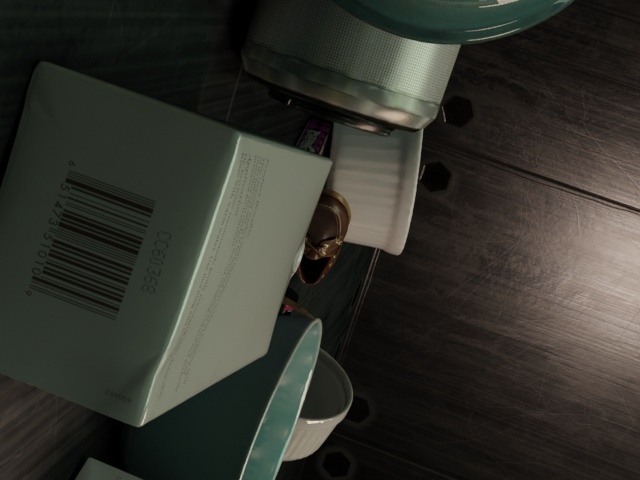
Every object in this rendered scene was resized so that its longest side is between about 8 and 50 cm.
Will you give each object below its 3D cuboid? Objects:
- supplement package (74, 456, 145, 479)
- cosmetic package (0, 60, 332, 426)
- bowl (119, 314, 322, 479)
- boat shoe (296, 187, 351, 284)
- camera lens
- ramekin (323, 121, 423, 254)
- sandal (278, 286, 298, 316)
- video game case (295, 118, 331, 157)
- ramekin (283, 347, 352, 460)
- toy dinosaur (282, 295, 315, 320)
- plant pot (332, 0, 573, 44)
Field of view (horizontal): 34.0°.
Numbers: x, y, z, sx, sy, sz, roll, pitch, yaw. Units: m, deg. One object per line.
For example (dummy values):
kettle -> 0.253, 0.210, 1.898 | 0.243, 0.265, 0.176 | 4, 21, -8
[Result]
supplement package -> -0.216, 0.366, 1.125 | 0.244, 0.139, 0.134 | 101, 13, -51
cosmetic package -> -0.118, -0.002, 0.862 | 0.385, 0.156, 0.217 | -1, 111, -82
bowl -> -0.127, 0.210, 1.248 | 0.311, 0.163, 0.311 | 20, 90, -82
boat shoe -> 0.000, 0.000, 1.570 | 0.207, 0.073, 0.073 | 94, 15, -60
camera lens -> 0.051, -0.261, 1.098 | 0.219, 0.219, 0.274 | -31, 140, -76
ramekin -> 0.077, -0.122, 1.677 | 0.277, 0.135, 0.277 | -173, -90, -88
sandal -> -0.065, 0.098, 1.703 | 0.040, 0.067, 0.179 | -52, -174, 20
video game case -> -0.045, -0.035, 1.604 | 0.232, 0.042, 0.210 | 98, 14, -53
ramekin -> -0.065, 0.243, 1.609 | 0.109, 0.207, 0.207 | -64, 175, 27
toy dinosaur -> -0.099, 0.043, 1.183 | 0.211, 0.112, 0.064 | -154, -119, -64
plant pot -> 0.119, -0.340, 0.771 | 0.334, 0.341, 0.341 | -97, -154, -88
